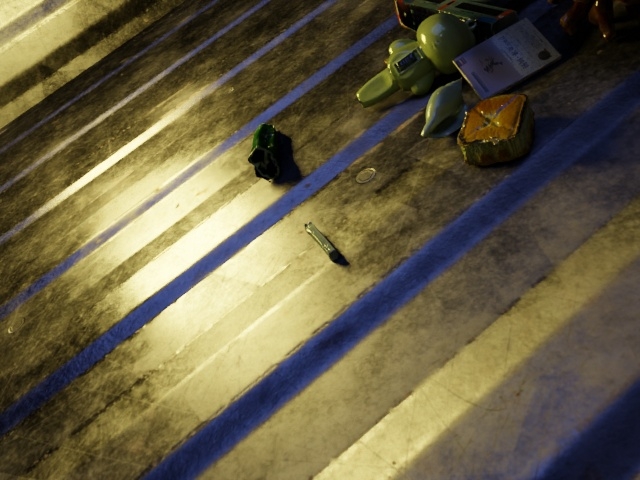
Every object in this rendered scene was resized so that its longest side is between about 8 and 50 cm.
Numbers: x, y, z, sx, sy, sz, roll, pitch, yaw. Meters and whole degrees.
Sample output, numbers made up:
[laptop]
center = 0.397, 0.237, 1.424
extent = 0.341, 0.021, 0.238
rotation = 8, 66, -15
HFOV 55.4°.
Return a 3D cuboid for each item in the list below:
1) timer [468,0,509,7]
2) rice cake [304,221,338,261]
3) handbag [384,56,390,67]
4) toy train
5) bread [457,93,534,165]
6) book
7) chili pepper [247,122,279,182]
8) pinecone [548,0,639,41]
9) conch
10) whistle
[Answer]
[timer]
center = 0.440, -0.633, 1.437
extent = 0.256, 0.175, 0.175
rotation = -15, 34, -16
[rice cake]
center = 0.000, 0.000, 1.143
extent = 0.022, 0.022, 0.121
rotation = -28, 37, -9
[handbag]
center = 0.199, -0.437, 1.488
extent = 0.061, 0.027, 0.083
rotation = -34, 36, -1
[toy train]
center = 0.316, -0.529, 1.460
extent = 0.089, 0.086, 0.409
rotation = -32, 37, -8
[bread]
center = 0.318, -0.202, 1.108
extent = 0.128, 0.069, 0.140
rotation = -3, 49, 34
[book]
center = 0.381, -0.373, 1.256
extent = 0.182, 0.014, 0.127
rotation = -29, 65, 3
[chili pepper]
center = -0.127, -0.227, 1.458
extent = 0.059, 0.088, 0.226
rotation = -19, 30, 11
[pinecone]
center = 0.560, -0.544, 1.111
extent = 0.385, 0.384, 0.384
rotation = -19, 39, 16
[conch]
center = 0.260, -0.266, 1.237
extent = 0.180, 0.088, 0.065
rotation = -60, 2, -24
[whistle]
center = 0.221, -0.397, 1.372
extent = 0.294, 0.141, 0.141
rotation = -33, 33, 32
